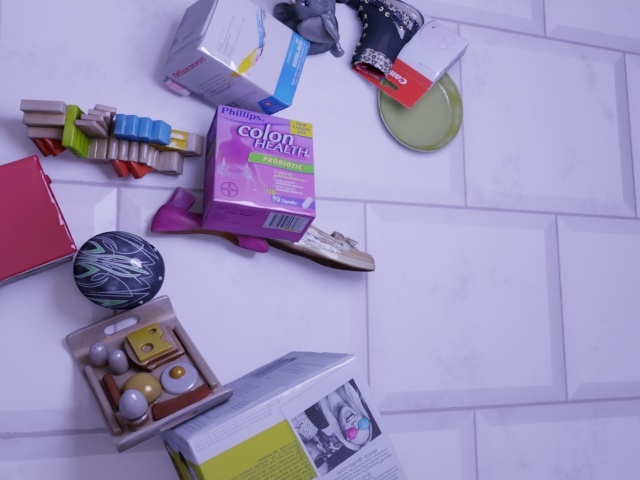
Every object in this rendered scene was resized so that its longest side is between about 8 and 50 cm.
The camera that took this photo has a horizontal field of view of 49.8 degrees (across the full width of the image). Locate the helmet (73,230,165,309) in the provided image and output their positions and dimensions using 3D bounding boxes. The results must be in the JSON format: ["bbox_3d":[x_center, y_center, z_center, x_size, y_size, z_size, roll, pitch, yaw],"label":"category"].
[{"bbox_3d":[-0.394,0.059,1.348,0.169,0.161,0.169,3,82,-21],"label":"helmet"}]

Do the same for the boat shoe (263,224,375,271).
[{"bbox_3d":[0.000,0.000,1.544,0.285,0.104,0.089,20,77,-17],"label":"boat shoe"}]

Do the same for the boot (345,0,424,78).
[{"bbox_3d":[0.107,-0.508,1.647,0.236,0.085,0.179,29,83,12],"label":"boot"}]

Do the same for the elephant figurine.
[{"bbox_3d":[-0.011,-0.510,1.537,0.186,0.239,0.169,-22,91,-23],"label":"elephant figurine"}]

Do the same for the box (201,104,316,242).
[{"bbox_3d":[-0.129,-0.139,1.451,0.213,0.117,0.243,9,58,-19],"label":"box"}]

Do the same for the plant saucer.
[{"bbox_3d":[0.246,-0.336,1.725,0.241,0.037,0.241,3,82,-21],"label":"plant saucer"}]

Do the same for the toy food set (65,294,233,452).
[{"bbox_3d":[-0.330,0.237,1.305,0.219,0.306,0.092,-23,134,-23],"label":"toy food set"}]

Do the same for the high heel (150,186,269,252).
[{"bbox_3d":[-0.232,-0.010,1.460,0.244,0.082,0.117,32,64,-10],"label":"high heel"}]

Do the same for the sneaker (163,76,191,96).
[{"bbox_3d":[-0.286,-0.375,1.516,0.070,0.051,0.134,37,64,-27],"label":"sneaker"}]

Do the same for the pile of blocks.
[{"bbox_3d":[-0.412,-0.190,1.383,0.362,0.149,0.113,7,80,-21],"label":"pile of blocks"}]

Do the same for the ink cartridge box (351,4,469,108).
[{"bbox_3d":[0.219,-0.454,1.678,0.189,0.066,0.232,38,62,14],"label":"ink cartridge box"}]

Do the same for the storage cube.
[{"bbox_3d":[-0.582,-0.023,1.275,0.215,0.183,0.193,-24,93,-23],"label":"storage cube"}]

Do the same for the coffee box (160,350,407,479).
[{"bbox_3d":[-0.076,0.436,1.327,0.338,0.337,0.334,-23,92,-23],"label":"coffee box"}]

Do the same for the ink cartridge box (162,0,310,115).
[{"bbox_3d":[-0.177,-0.389,1.459,0.232,0.171,0.168,27,69,-33],"label":"ink cartridge box"}]
